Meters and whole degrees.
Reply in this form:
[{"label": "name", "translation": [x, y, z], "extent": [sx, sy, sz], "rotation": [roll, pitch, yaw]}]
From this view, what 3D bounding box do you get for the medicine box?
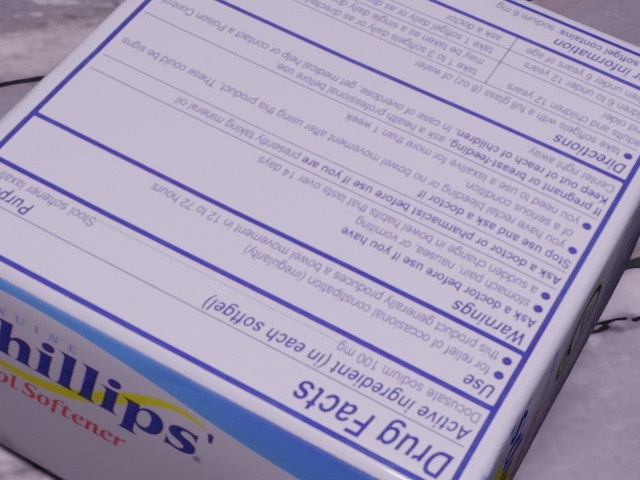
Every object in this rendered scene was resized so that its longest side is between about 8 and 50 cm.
[{"label": "medicine box", "translation": [0.000, 0.000, 0.685], "extent": [0.263, 0.149, 0.289], "rotation": [26, 54, 15]}]
